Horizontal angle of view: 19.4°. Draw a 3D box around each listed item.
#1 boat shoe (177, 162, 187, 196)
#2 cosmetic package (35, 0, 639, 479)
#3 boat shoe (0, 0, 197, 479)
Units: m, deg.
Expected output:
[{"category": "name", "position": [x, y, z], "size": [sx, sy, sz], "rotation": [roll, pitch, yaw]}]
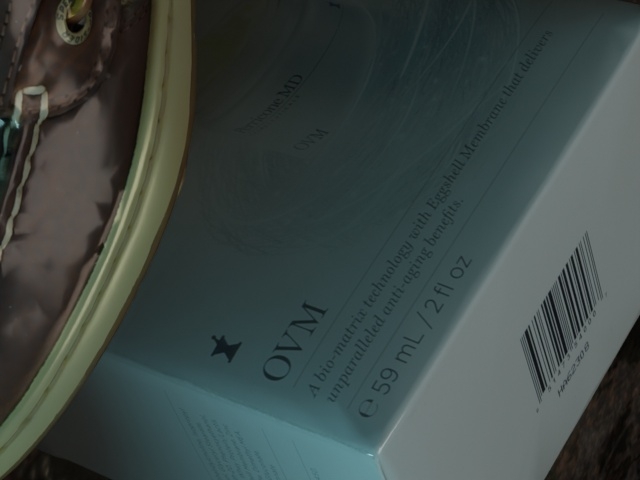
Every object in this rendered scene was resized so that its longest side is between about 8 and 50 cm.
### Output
[{"category": "boat shoe", "position": [-0.100, -0.145, 0.650], "size": [0.092, 0.103, 0.285], "rotation": [-9, 111, -16]}, {"category": "cosmetic package", "position": [0.000, 0.000, 0.772], "size": [0.224, 0.225, 0.138], "rotation": [-56, 145, -26]}, {"category": "boat shoe", "position": [-0.100, -0.095, 0.523], "size": [0.123, 0.123, 0.342], "rotation": [14, 96, -52]}]
